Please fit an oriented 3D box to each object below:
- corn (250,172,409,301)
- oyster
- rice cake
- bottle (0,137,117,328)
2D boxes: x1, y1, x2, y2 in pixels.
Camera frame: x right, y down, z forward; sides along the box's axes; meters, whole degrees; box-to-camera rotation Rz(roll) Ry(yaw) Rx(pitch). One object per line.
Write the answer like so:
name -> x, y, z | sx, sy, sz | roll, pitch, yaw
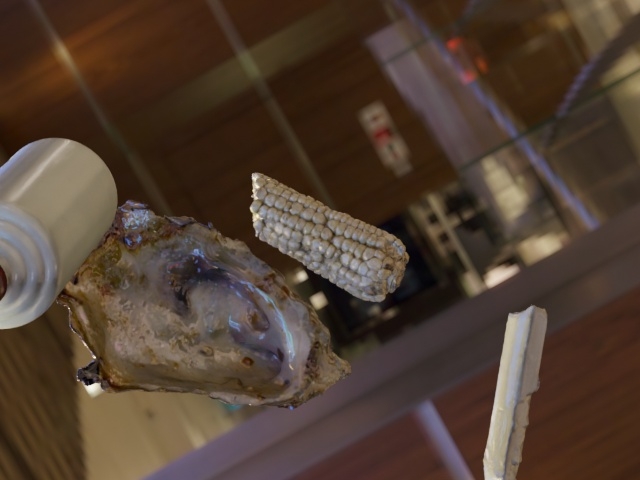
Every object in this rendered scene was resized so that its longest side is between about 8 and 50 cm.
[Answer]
corn -> 0.000, 0.000, 2.019 | 0.211, 0.087, 0.087 | 24, 176, 9
oyster -> -0.133, 0.078, 2.009 | 0.096, 0.361, 0.221 | 162, 115, -67
rice cake -> 0.275, 0.217, 2.462 | 0.057, 0.052, 0.256 | -177, 97, -76
bottle -> -0.234, -0.001, 1.358 | 0.104, 0.104, 0.245 | 60, -164, -13
